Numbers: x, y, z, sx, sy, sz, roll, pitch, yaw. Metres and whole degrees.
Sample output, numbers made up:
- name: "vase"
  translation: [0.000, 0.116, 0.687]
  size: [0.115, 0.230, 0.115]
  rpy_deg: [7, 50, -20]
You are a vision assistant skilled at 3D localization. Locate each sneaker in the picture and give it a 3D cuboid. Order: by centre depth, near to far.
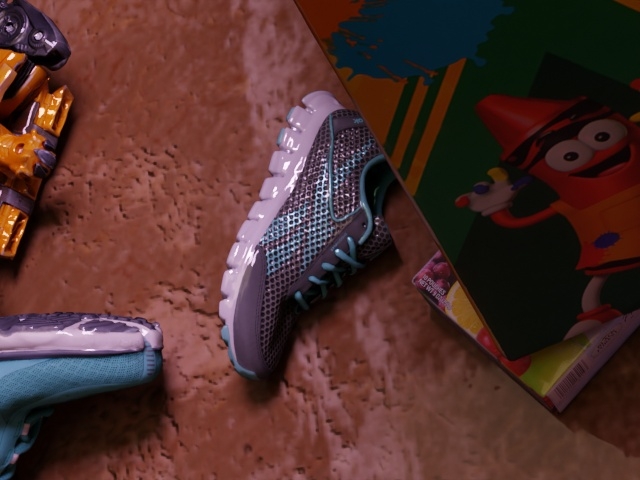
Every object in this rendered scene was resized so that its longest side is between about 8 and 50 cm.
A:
- name: "sneaker"
  translation: [0.000, 0.000, 0.963]
  size: [0.076, 0.065, 0.166]
  rpy_deg: [15, 78, 22]
- name: "sneaker"
  translation: [-0.204, 0.107, 0.997]
  size: [0.275, 0.107, 0.110]
  rpy_deg: [-21, 83, 18]

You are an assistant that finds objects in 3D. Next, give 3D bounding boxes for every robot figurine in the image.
- name: "robot figurine"
  translation: [-0.276, -0.069, 1.084]
  size: [0.291, 0.085, 0.211]
  rpy_deg: [12, 76, 26]

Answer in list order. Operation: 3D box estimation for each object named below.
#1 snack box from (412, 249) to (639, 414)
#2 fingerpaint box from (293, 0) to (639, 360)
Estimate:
- name: "snack box"
  translation: [0.130, 0.004, 0.921]
  size: [0.141, 0.037, 0.100]
  rpy_deg: [-47, 61, -2]
- name: "fingerpaint box"
  translation: [0.050, -0.229, 0.826]
  size: [0.163, 0.371, 0.445]
  rpy_deg: [-22, 57, 9]
